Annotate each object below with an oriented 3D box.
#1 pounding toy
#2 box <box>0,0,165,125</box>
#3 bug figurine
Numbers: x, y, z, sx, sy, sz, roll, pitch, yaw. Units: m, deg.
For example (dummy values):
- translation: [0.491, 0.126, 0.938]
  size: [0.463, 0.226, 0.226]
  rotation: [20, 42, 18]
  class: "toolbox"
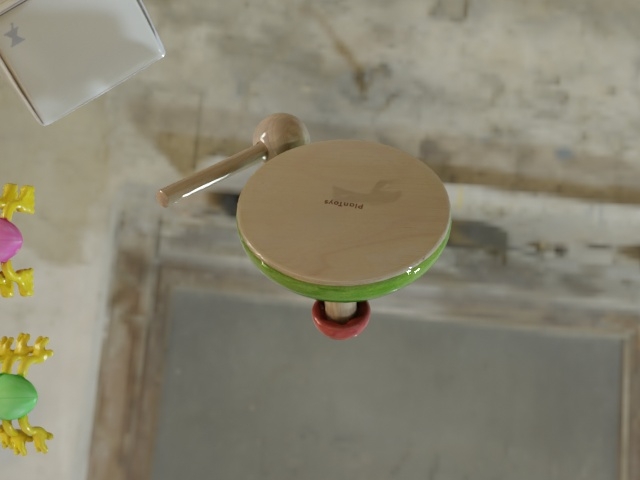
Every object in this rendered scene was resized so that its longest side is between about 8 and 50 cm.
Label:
- translation: [0.000, 0.000, 1.383]
  size: [0.237, 0.183, 0.110]
  rotation: [29, 141, 29]
  class: "pounding toy"
- translation: [-0.283, -0.240, 1.570]
  size: [0.311, 0.148, 0.121]
  rotation: [45, 164, 57]
  class: "box"
- translation: [-0.306, 0.061, 1.204]
  size: [0.216, 0.279, 0.072]
  rotation: [-5, 177, 24]
  class: "bug figurine"
